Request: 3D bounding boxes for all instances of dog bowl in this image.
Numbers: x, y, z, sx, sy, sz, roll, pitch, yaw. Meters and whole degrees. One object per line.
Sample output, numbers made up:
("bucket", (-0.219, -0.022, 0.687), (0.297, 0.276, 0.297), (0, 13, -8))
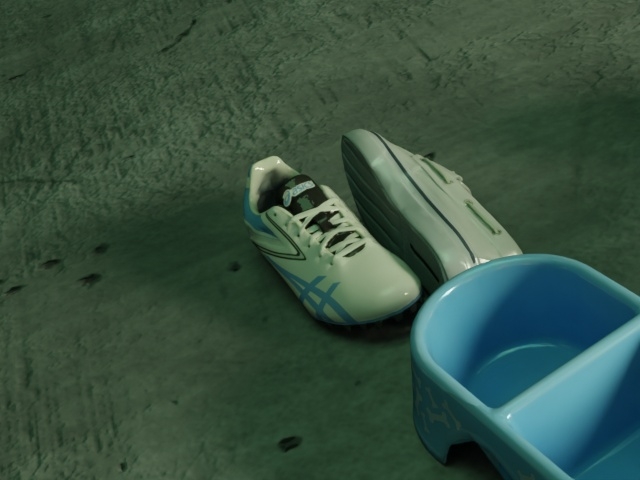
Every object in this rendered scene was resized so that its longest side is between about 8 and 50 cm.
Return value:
("dog bowl", (0.166, 0.102, 0.744), (0.166, 0.074, 0.297), (-30, 35, -15))

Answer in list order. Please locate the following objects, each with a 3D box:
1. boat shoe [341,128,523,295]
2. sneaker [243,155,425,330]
("boat shoe", (0.089, -0.023, 0.979), (0.075, 0.083, 0.226), (-16, 43, -15))
("sneaker", (0.000, 0.000, 0.974), (0.085, 0.086, 0.237), (-30, 35, -17))
